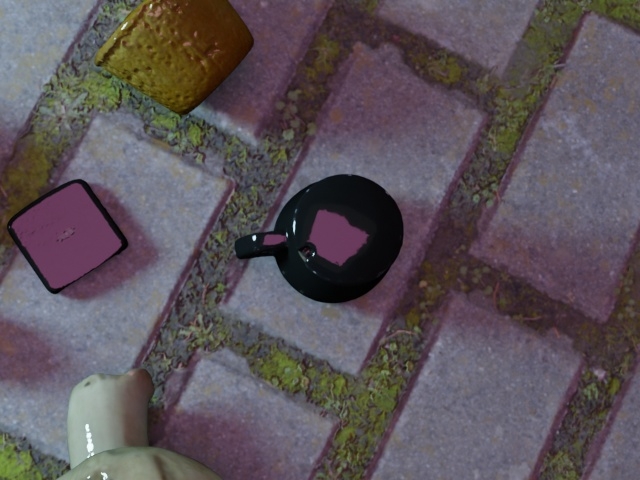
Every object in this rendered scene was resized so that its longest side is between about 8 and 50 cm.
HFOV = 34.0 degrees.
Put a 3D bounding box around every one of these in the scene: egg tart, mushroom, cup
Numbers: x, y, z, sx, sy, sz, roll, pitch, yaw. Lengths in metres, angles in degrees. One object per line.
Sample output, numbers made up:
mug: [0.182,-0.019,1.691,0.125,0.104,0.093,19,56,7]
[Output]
egg tart: [-0.191,-0.264,1.412,0.147,0.202,0.202,44,77,-15]
mushroom: [-0.241,0.331,1.286,0.314,0.314,0.336,-5,52,-9]
cup: [0.000,0.000,1.394,0.223,0.176,0.169,-7,85,-11]

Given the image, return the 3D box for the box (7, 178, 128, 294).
box: [-0.344,-0.008,1.420,0.126,0.027,0.125,-34,85,-11]
